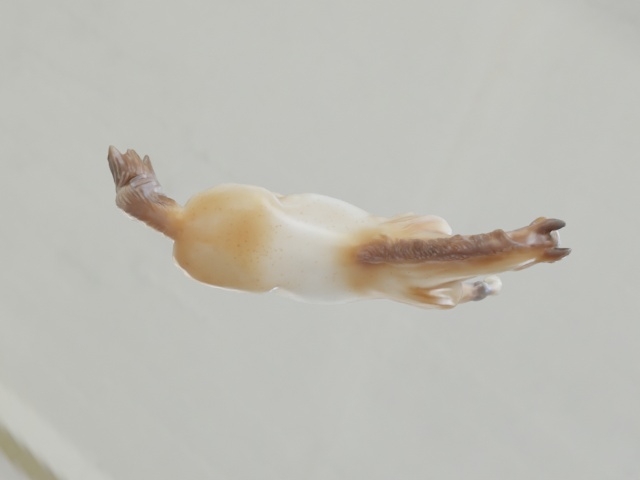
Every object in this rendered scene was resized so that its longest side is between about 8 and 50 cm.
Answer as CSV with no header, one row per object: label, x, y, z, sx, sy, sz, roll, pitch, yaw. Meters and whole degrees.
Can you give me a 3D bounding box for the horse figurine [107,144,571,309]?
horse figurine,0.000,0.000,1.050,0.263,0.174,0.066,10,-88,6
